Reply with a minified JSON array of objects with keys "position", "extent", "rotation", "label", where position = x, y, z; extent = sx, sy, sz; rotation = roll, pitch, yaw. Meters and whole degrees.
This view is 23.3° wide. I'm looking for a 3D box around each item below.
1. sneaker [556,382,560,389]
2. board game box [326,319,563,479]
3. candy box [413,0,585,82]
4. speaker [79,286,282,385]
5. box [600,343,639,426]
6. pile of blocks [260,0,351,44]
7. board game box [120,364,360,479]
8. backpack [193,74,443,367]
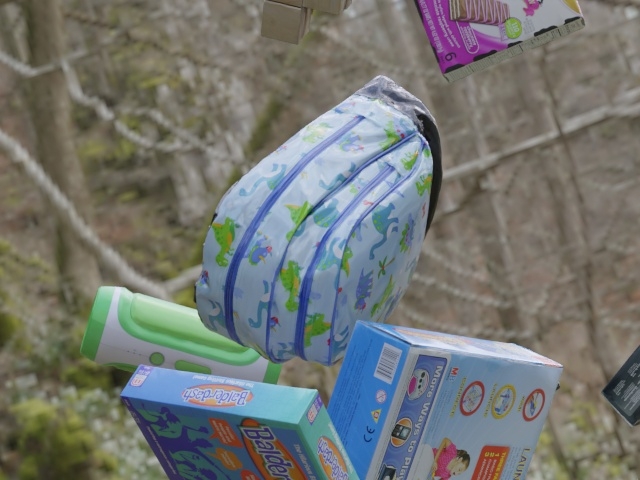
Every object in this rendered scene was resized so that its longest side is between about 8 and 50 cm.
[{"position":[0.338,0.210,2.418],"extent":[0.040,0.043,0.109],"rotation":[-33,-37,15],"label":"sneaker"},{"position":[0.118,0.260,1.784],"extent":[0.086,0.308,0.302],"rotation":[23,7,41],"label":"board game box"},{"position":[0.274,-0.364,2.409],"extent":[0.233,0.159,0.071],"rotation":[-22,-10,11],"label":"candy box"},{"position":[-0.210,0.161,2.369],"extent":[0.297,0.131,0.131],"rotation":[16,-18,-8],"label":"speaker"},{"position":[0.396,0.081,1.548],"extent":[0.175,0.051,0.220],"rotation":[-6,-44,-52],"label":"box"},{"position":[0.044,-0.366,1.652],"extent":[0.113,0.362,0.149],"rotation":[15,-8,13],"label":"pile of blocks"},{"position":[-0.076,0.202,1.529],"extent":[0.210,0.160,0.047],"rotation":[4,45,31],"label":"board game box"},{"position":[0.000,0.000,1.890],"extent":[0.356,0.273,0.290],"rotation":[-21,-43,-40],"label":"backpack"}]
